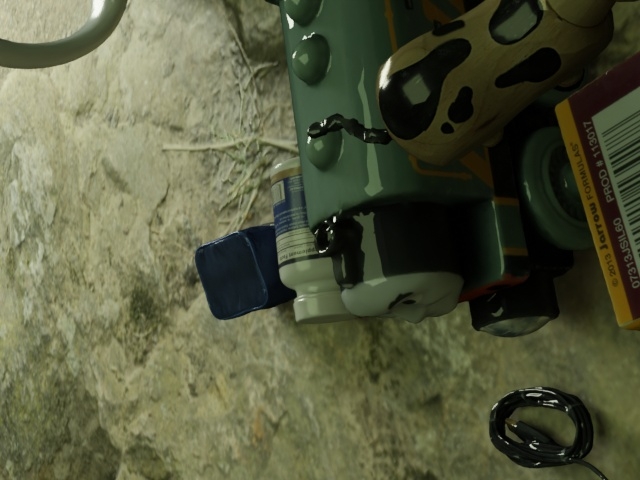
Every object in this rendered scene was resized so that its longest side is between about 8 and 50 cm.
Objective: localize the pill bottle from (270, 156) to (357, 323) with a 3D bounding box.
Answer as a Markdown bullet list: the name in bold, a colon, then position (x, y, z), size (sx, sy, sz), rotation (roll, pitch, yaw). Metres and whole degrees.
- **pill bottle**: position (0.000, 0.000, 0.900), size (0.067, 0.067, 0.120), rotation (-21, 71, 52)

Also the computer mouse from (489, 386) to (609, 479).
- **computer mouse**: position (0.178, 0.146, 0.679), size (0.242, 0.041, 0.071), rotation (37, 109, 56)

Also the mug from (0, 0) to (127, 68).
- **mug**: position (-0.263, -0.340, 1.060), size (0.276, 0.328, 0.374), rotation (5, 92, 54)

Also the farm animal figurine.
- **farm animal figurine**: position (0.146, -0.196, 0.514), size (0.327, 0.172, 0.330), rotation (2, 91, 16)

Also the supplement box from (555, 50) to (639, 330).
- **supplement box**: position (0.204, -0.021, 0.514), size (0.081, 0.188, 0.104), rotation (-33, 62, 48)

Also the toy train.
- **toy train**: position (0.059, -0.106, 0.719), size (0.142, 0.190, 0.334), rotation (-23, 69, 52)

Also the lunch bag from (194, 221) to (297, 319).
- **lunch bag**: position (-0.052, 0.023, 0.975), size (0.098, 0.065, 0.067), rotation (-18, 89, 51)
